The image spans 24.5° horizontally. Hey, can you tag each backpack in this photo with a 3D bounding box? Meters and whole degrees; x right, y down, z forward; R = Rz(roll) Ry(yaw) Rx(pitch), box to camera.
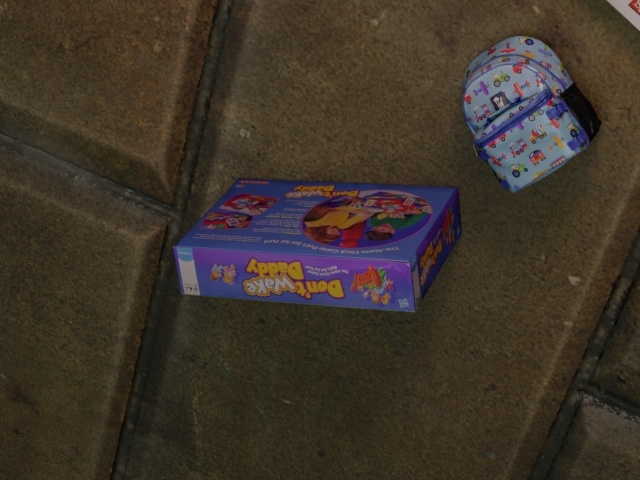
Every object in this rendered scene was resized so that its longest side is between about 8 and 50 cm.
[{"bbox_3d":[0.263,-0.173,1.942,0.158,0.117,0.173,-29,101,32],"label":"backpack"}]

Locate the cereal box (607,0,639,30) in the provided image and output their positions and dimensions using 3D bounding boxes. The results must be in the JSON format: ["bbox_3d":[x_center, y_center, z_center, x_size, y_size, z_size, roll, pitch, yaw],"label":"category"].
[{"bbox_3d":[0.432,-0.379,1.794,0.173,0.047,0.240,42,125,-3],"label":"cereal box"}]

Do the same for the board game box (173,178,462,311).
[{"bbox_3d":[0.000,0.000,2.078,0.347,0.233,0.078,4,118,22],"label":"board game box"}]
